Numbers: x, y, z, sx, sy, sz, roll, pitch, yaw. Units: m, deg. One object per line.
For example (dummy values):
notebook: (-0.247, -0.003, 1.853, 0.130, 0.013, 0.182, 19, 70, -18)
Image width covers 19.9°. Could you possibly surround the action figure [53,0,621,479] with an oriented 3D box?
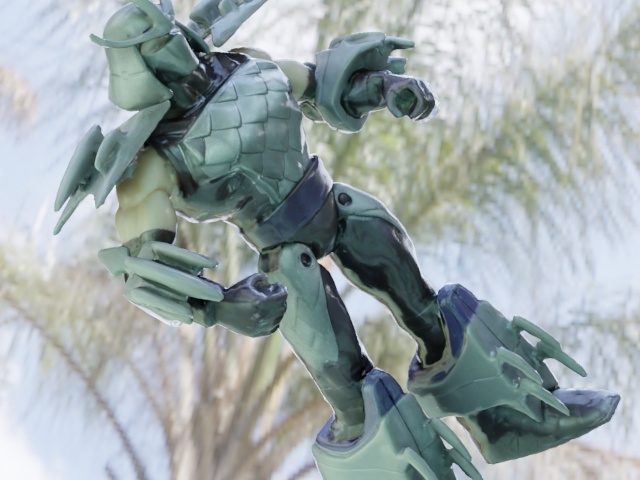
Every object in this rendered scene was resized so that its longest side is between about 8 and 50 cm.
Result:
action figure: (0.000, 0.000, 0.777, 0.285, 0.185, 0.099, 52, -31, -19)
